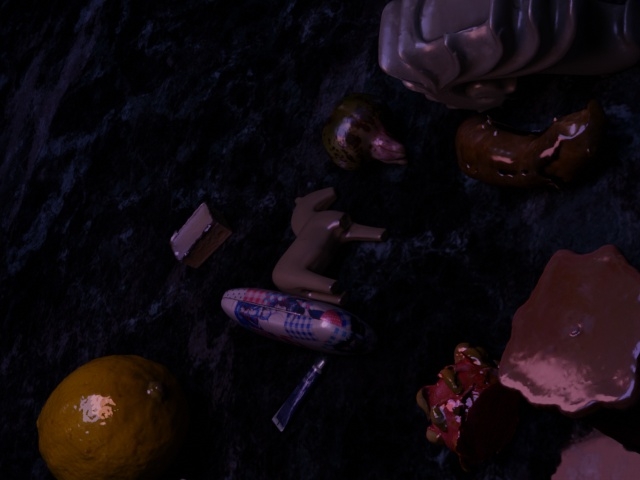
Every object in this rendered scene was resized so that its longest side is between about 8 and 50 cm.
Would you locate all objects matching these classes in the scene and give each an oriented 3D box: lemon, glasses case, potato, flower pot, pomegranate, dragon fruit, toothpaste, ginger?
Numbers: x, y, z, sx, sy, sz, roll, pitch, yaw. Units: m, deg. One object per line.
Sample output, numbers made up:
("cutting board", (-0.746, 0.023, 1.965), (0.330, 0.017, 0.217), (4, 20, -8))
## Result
("lemon", (-0.371, 0.332, 2.124), (0.320, 0.245, 0.245), (-39, 43, 34))
("glasses case", (-0.041, 0.134, 1.994), (0.327, 0.125, 0.076), (8, 72, 48))
("potato", (-0.235, -0.009, 2.342), (0.122, 0.061, 0.086), (-47, 41, 18))
("flower pot", (0.286, -0.317, 1.827), (0.367, 0.254, 0.164), (-11, 65, 44))
("pomegranate", (0.077, -0.186, 2.072), (0.163, 0.125, 0.138), (22, 70, 50))
("dragon fruit", (0.212, 0.219, 1.681), (0.150, 0.133, 0.207), (-11, 37, 12))
("toothpaste", (-0.033, 0.254, 1.993), (0.140, 0.021, 0.037), (-54, 40, 9))
("ginger", (0.307, -0.139, 1.818), (0.309, 0.107, 0.133), (0, 80, 51))

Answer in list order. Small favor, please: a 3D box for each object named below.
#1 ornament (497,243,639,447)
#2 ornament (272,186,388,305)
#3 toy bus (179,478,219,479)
("ornament", (0.367, 0.153, 1.477), (0.221, 0.218, 0.235), (-42, 42, 20))
("ornament", (0.000, 0.000, 2.071), (0.245, 0.061, 0.230), (9, 57, 46))
("toy bus", (-0.126, 0.529, 1.789), (0.199, 0.183, 0.343), (-13, 58, 38))
